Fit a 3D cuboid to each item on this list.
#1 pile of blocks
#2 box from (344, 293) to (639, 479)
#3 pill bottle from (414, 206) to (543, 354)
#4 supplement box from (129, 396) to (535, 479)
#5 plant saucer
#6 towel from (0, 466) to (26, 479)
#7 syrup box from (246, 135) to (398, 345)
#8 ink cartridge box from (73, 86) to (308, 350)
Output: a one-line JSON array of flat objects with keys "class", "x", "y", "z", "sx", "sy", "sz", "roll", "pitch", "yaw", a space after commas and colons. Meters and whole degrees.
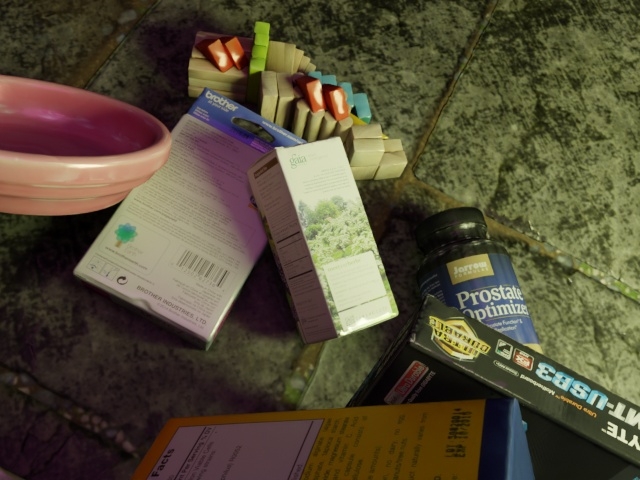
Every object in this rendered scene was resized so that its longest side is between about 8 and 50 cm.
[{"class": "pile of blocks", "x": -0.025, "y": -0.219, "z": 0.997, "sx": 0.362, "sy": 0.112, "sz": 0.149, "roll": 29, "pitch": 66, "yaw": 3}, {"class": "box", "x": 0.174, "y": 0.222, "z": 0.739, "sx": 0.293, "sy": 0.295, "sz": 0.073, "roll": 28, "pitch": 48, "yaw": 2}, {"class": "pill bottle", "x": 0.192, "y": 0.074, "z": 0.899, "sx": 0.123, "sy": 0.123, "sz": 0.219, "roll": -8, "pitch": 67, "yaw": -13}, {"class": "supplement box", "x": 0.007, "y": 0.281, "z": 0.624, "sx": 0.357, "sy": 0.195, "sz": 0.194, "roll": -8, "pitch": 23, "yaw": 21}, {"class": "plant saucer", "x": -0.346, "y": -0.114, "z": 0.834, "sx": 0.332, "sy": 0.084, "sz": 0.332, "roll": 12, "pitch": 21, "yaw": -5}, {"class": "towel", "x": -0.383, "y": 0.304, "z": 0.739, "sx": 0.113, "sy": 0.023, "sz": 0.152, "roll": 37, "pitch": 64, "yaw": -19}, {"class": "syrup box", "x": 0.000, "y": 0.000, "z": 0.876, "sx": 0.093, "sy": 0.096, "sz": 0.236, "roll": -16, "pitch": 85, "yaw": -31}, {"class": "ink cartridge box", "x": -0.151, "y": -0.036, "z": 0.925, "sx": 0.186, "sy": 0.065, "sz": 0.311, "roll": 28, "pitch": 68, "yaw": 2}]
